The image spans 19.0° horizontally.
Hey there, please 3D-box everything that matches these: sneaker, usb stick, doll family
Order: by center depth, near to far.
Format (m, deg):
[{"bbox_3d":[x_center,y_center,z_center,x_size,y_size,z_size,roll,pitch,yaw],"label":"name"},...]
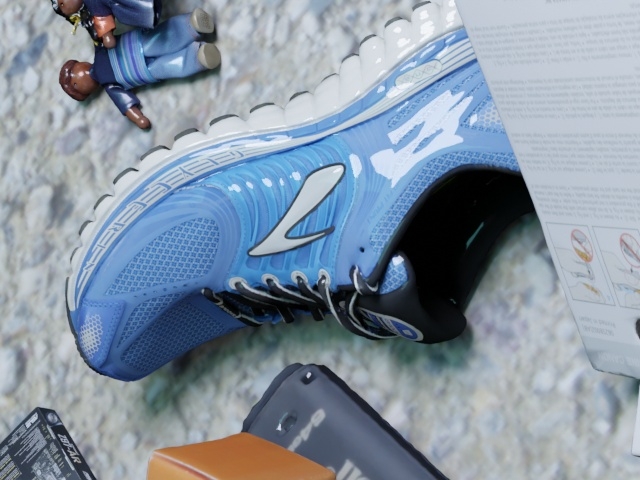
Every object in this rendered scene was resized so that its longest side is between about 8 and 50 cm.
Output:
[{"bbox_3d":[0.050,0.158,0.995,0.278,0.045,0.077,41,103,44],"label":"usb stick"},{"bbox_3d":[0.000,0.000,1.043,0.330,0.130,0.147,-31,63,22],"label":"sneaker"},{"bbox_3d":[-0.131,-0.167,1.191,0.111,0.076,0.193,-14,76,23],"label":"doll family"}]

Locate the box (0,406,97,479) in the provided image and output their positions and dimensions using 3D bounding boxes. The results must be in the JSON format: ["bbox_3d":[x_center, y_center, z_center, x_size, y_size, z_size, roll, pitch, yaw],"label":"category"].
[{"bbox_3d":[-0.182,0.155,1.183,0.083,0.018,0.067,-45,61,15],"label":"box"}]

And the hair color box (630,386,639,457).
[{"bbox_3d":[0.242,0.069,0.926,0.167,0.053,0.093,3,81,30],"label":"hair color box"}]

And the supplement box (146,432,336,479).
[{"bbox_3d":[-0.057,0.227,1.019,0.080,0.078,0.233,20,107,38],"label":"supplement box"}]

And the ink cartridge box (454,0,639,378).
[{"bbox_3d":[0.154,-0.045,0.882,0.232,0.066,0.189,64,160,-14],"label":"ink cartridge box"}]
